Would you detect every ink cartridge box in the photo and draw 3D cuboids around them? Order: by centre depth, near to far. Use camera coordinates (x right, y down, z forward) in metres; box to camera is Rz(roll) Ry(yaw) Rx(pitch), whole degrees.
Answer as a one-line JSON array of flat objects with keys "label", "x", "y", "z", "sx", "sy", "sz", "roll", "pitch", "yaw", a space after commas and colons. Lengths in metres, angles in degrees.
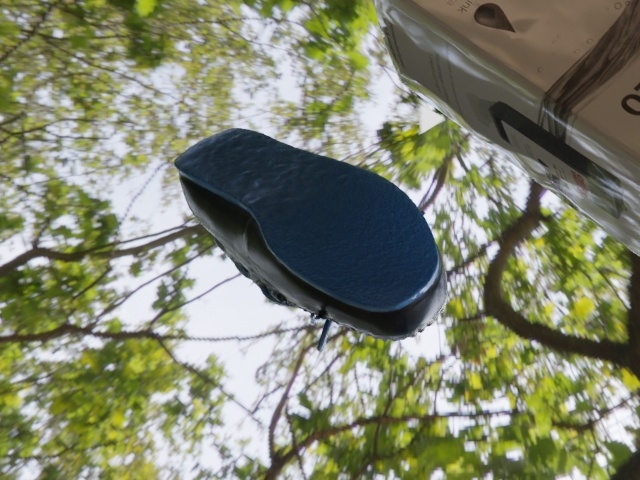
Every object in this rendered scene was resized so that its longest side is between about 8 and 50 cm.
[{"label": "ink cartridge box", "x": 0.155, "y": -0.094, "z": 0.526, "sx": 0.158, "sy": 0.092, "sz": 0.218, "roll": -43, "pitch": -120, "yaw": -9}]

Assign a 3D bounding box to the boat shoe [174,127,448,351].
[{"label": "boat shoe", "x": 0.000, "y": 0.000, "z": 0.726, "sx": 0.109, "sy": 0.258, "sz": 0.089, "roll": -27, "pitch": -55, "yaw": -16}]
